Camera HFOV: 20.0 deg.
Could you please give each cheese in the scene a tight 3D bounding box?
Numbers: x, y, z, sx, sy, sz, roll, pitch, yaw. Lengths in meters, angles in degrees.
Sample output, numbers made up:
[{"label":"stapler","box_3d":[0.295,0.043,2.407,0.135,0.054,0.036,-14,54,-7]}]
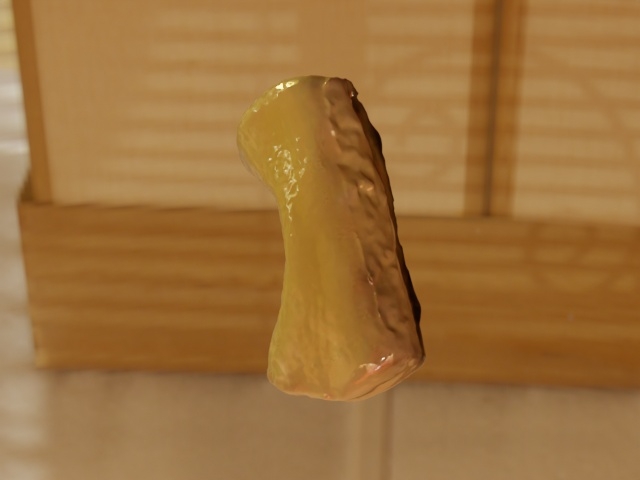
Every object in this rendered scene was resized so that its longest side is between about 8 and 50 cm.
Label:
[{"label":"cheese","box_3d":[0.000,0.000,0.456,0.044,0.083,0.030,-22,166,30]}]
